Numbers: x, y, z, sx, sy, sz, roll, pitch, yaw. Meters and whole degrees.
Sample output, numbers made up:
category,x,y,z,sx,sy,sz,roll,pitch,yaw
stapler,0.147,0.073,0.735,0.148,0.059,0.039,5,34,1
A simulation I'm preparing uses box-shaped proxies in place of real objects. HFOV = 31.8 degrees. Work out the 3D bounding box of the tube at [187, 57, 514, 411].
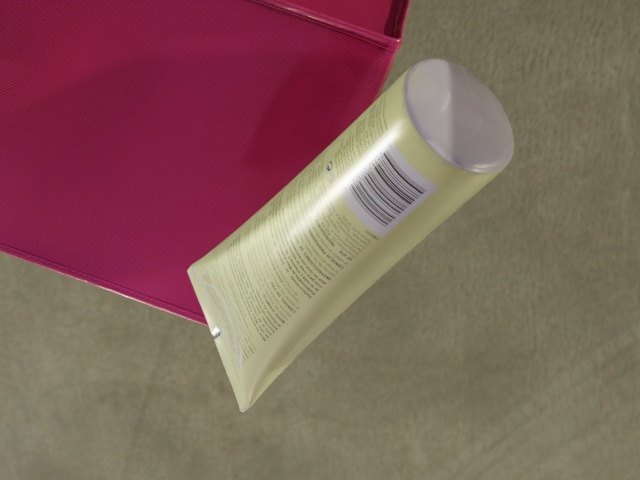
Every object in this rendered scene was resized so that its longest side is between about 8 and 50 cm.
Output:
category,x,y,z,sx,sy,sz,roll,pitch,yaw
tube,0.000,0.000,0.570,0.062,0.070,0.240,31,137,-16

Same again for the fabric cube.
category,x,y,z,sx,sy,sz,roll,pitch,yaw
fabric cube,-0.086,-0.131,0.795,0.254,0.259,0.258,19,128,-2
